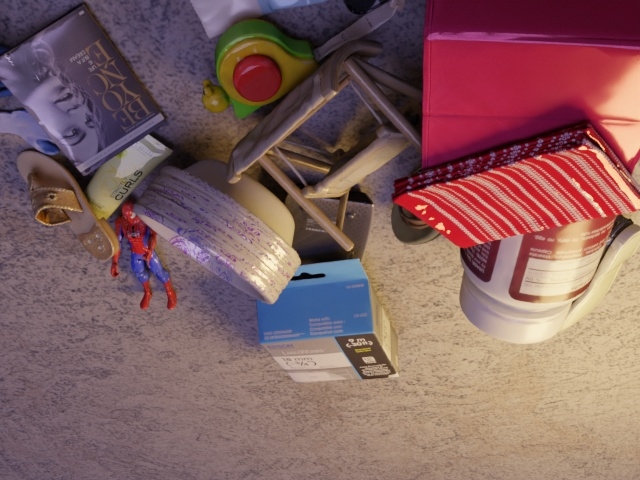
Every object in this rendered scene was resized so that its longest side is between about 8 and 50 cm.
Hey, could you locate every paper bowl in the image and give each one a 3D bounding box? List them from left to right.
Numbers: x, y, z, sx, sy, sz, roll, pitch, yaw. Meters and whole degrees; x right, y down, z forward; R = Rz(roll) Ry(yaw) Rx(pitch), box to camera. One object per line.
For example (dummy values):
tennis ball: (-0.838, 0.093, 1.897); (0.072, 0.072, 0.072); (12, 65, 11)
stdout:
paper bowl: (-0.158, -0.027, 1.094); (0.284, 0.148, 0.284); (31, 166, 8)

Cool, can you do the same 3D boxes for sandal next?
sandal: (-0.453, -0.054, 1.116); (0.088, 0.079, 0.240); (-37, 98, 27)
sandal: (0.174, -0.076, 1.055); (0.086, 0.120, 0.303); (-11, 166, -18)

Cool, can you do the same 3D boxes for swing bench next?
swing bench: (0.036, -0.149, 0.975); (0.255, 0.165, 0.253); (31, 140, -26)

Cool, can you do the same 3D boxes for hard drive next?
hard drive: (0.000, 0.000, 1.232); (0.172, 0.054, 0.254); (7, 135, -5)

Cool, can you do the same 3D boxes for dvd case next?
dvd case: (-0.368, -0.226, 1.004); (0.165, 0.018, 0.221); (-34, 129, -3)

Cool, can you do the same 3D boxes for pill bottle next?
pill bottle: (0.350, -0.034, 1.046); (0.224, 0.224, 0.392); (2, 128, 0)

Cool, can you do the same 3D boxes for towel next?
towel: (0.254, -0.055, 0.845); (0.275, 0.031, 0.199); (-14, 147, 41)

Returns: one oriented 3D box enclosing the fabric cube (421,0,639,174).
fabric cube: (0.261, -0.244, 0.771); (0.258, 0.254, 0.259); (6, 155, 12)

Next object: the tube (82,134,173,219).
tube: (-0.364, -0.107, 1.142); (0.240, 0.062, 0.070); (-42, 154, 28)

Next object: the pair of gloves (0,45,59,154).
pair of gloves: (-0.478, -0.223, 1.055); (0.159, 0.023, 0.198); (5, 133, -3)

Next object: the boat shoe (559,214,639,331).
boat shoe: (0.511, 0.061, 1.251); (0.109, 0.091, 0.305); (-23, 145, -29)

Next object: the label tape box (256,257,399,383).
label tape box: (0.007, 0.179, 1.319); (0.241, 0.105, 0.333); (-8, 144, 17)

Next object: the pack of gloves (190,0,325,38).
pack of gloves: (-0.092, -0.383, 0.870); (0.232, 0.046, 0.195); (-13, 132, 14)

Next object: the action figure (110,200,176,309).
action figure: (-0.346, 0.055, 1.248); (0.092, 0.139, 0.280); (-1, 132, 2)

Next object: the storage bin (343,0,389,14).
storage bin: (0.051, -0.396, 0.813); (0.122, 0.084, 0.180); (-26, 129, 12)

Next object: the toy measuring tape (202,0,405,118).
toy measuring tape: (-0.045, -0.288, 0.922); (0.330, 0.121, 0.121); (-30, 127, 17)
